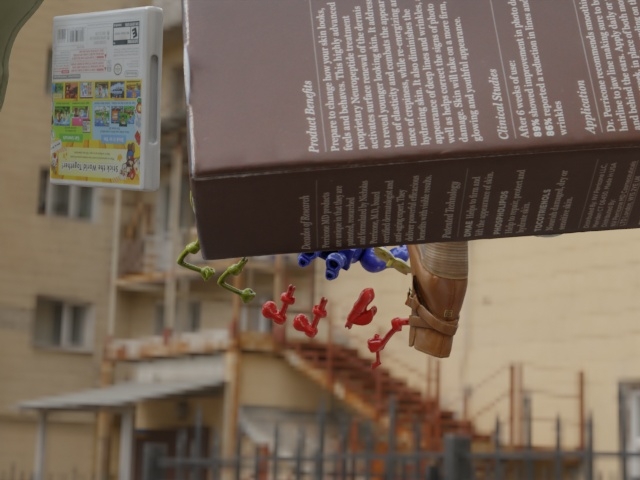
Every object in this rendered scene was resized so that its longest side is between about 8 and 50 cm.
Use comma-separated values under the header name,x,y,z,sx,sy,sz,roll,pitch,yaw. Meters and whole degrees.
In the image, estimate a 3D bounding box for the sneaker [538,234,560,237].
name,x,y,z,sx,sy,sz,roll,pitch,yaw
sneaker,0.328,-0.136,1.875,0.127,0.319,0.208,29,15,16

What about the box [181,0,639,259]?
name,x,y,z,sx,sy,sz,roll,pitch,yaw
box,0.085,-0.105,1.183,0.382,0.191,0.143,-3,-31,-3

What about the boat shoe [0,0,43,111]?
name,x,y,z,sx,sy,sz,roll,pitch,yaw
boat shoe,-0.443,-0.302,1.934,0.127,0.340,0.113,-5,34,-41

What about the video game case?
name,x,y,z,sx,sy,sz,roll,pitch,yaw
video game case,-0.254,-0.165,1.739,0.026,0.206,0.227,-1,4,-38

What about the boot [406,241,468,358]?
name,x,y,z,sx,sy,sz,roll,pitch,yaw
boot,0.127,0.053,1.791,0.073,0.152,0.197,5,8,-7

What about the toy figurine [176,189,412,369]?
name,x,y,z,sx,sy,sz,roll,pitch,yaw
toy figurine,0.000,0.000,2.167,0.363,0.191,0.217,25,32,10
